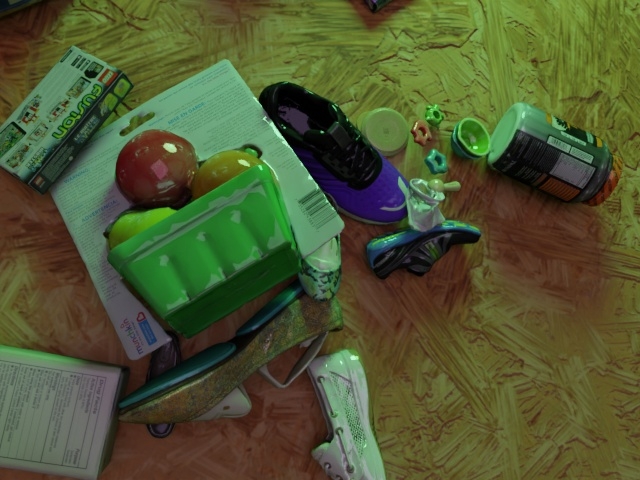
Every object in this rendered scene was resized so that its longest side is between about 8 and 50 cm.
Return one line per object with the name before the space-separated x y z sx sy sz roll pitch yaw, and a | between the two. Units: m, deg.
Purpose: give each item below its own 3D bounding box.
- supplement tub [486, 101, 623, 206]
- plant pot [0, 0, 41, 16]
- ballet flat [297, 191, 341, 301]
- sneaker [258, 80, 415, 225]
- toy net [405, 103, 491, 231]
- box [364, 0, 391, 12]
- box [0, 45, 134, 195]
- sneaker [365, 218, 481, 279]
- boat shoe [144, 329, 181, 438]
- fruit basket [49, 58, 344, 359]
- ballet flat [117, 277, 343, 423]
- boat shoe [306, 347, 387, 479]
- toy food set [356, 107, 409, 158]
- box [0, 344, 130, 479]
supplement tub | 0.374 -0.133 1.073 0.190 0.117 0.117 23 78 -7
plant pot | -0.454 -0.448 0.916 0.235 0.236 0.212 -29 95 -14
ballet flat | 0.000 0.000 0.963 0.070 0.070 0.188 5 45 -10
sneaker | 0.024 -0.130 0.992 0.293 0.146 0.102 36 77 -3
toy net | 0.182 -0.117 1.033 0.122 0.045 0.232 40 55 -15
box | 0.085 -0.476 1.117 0.116 0.029 0.162 -39 88 -14
box | -0.376 -0.175 0.958 0.114 0.036 0.207 30 76 23
sneaker | 0.161 0.013 1.046 0.188 0.067 0.078 -16 106 -14
boat shoe | -0.225 0.203 0.944 0.056 0.049 0.152 1 81 -10
fruit basket | -0.188 -0.057 0.936 0.327 0.165 0.353 -32 60 -6
ballet flat | -0.102 0.171 0.916 0.348 0.123 0.123 -33 88 -29
boat shoe | 0.033 0.299 0.958 0.096 0.098 0.277 -9 74 -11
toy food set | 0.103 -0.173 1.078 0.083 0.020 0.083 -16 85 -13
box | -0.421 0.209 0.870 0.311 0.121 0.148 13 79 -8
